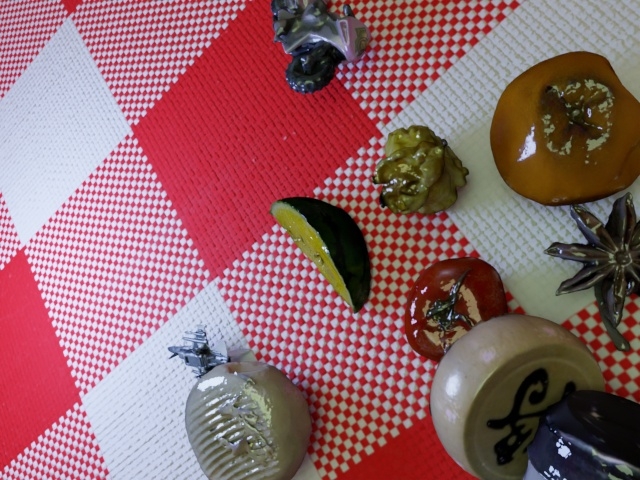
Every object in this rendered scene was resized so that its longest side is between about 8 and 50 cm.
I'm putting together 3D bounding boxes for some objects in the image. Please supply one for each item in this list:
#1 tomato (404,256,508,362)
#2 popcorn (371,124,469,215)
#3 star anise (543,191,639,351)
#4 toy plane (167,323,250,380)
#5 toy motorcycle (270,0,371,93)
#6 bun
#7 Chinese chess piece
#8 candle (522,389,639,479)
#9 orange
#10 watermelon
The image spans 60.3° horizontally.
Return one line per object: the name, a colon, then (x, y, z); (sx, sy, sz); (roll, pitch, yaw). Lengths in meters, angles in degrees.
tomato: (0.226, 0.116, 0.920); (0.187, 0.151, 0.186); (1, 92, 28)
popcorn: (0.169, -0.129, 0.965); (0.174, 0.195, 0.168); (-18, 82, 29)
star anise: (0.453, 0.041, 0.848); (0.209, 0.089, 0.231); (24, 99, 13)
toy plane: (-0.269, 0.254, 1.201); (0.234, 0.082, 0.159); (-5, 106, 27)
toy motorcycle: (-0.002, -0.447, 1.150); (0.188, 0.143, 0.326); (-21, 57, 14)
bun: (-0.132, 0.357, 1.066); (0.273, 0.168, 0.272); (3, 96, 29)
Chinese chess piece: (0.289, 0.235, 0.816); (0.257, 0.257, 0.104); (-61, 22, 6)
candle: (0.347, 0.386, 0.700); (0.221, 0.221, 0.342); (21, 102, 29)
orange: (0.383, -0.172, 0.866); (0.249, 0.183, 0.248); (-5, 78, 26)
watermelon: (0.000, 0.000, 1.095); (0.301, 0.123, 0.129); (48, 126, 28)
